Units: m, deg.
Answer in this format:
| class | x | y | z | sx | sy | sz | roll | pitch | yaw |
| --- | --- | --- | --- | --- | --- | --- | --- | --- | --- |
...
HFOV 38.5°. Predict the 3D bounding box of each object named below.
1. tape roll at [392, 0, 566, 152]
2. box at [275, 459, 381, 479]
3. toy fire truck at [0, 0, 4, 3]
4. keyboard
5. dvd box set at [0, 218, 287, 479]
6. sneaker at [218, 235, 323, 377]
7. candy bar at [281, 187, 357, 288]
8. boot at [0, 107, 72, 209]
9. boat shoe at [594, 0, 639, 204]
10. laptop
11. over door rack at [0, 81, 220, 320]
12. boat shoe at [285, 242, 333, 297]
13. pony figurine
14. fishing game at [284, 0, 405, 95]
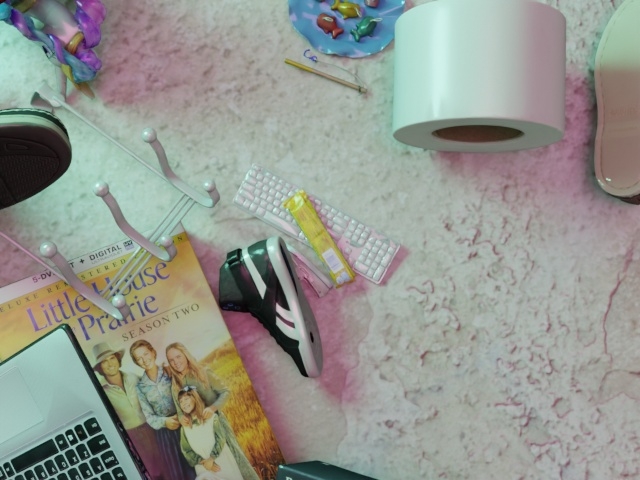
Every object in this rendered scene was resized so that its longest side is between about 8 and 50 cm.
| class | x | y | z | sx | sy | sz | roll | pitch | yaw |
| --- | --- | --- | --- | --- | --- | --- | --- | --- | --- |
| tape roll | 0.226 | -0.230 | 1.314 | 0.246 | 0.246 | 0.169 | 2 | 85 | -6 |
| box | 0.061 | 0.477 | 1.222 | 0.296 | 0.183 | 0.294 | 13 | 82 | 19 |
| toy fire truck | -0.483 | -0.371 | 1.148 | 0.246 | 0.158 | 0.217 | -26 | 92 | 24 |
| keyboard | -0.006 | -0.026 | 1.388 | 0.256 | 0.014 | 0.072 | 29 | 83 | -2 |
| dvd box set | -0.255 | 0.215 | 1.287 | 0.308 | 0.062 | 0.420 | -22 | 87 | -21 |
| sneaker | -0.080 | 0.108 | 1.347 | 0.121 | 0.079 | 0.216 | -16 | 98 | 13 |
| candy bar | 0.000 | 0.000 | 1.374 | 0.040 | 0.018 | 0.161 | -32 | 92 | 1 |
| boot | -0.492 | -0.161 | 1.202 | 0.377 | 0.138 | 0.284 | -15 | 45 | 13 |
| boat shoe | 0.491 | -0.217 | 1.415 | 0.117 | 0.097 | 0.324 | 1 | 79 | 35 |
| laptop | -0.399 | 0.378 | 1.107 | 0.382 | 0.236 | 0.408 | -30 | 87 | 34 |
| over door rack | -0.334 | -0.069 | 1.252 | 0.324 | 0.108 | 0.239 | 31 | 60 | 7 |
| boat shoe | -0.028 | 0.047 | 1.370 | 0.100 | 0.035 | 0.035 | 44 | 80 | -7 |
| pony figurine | -0.389 | -0.418 | 1.282 | 0.363 | 0.303 | 0.351 | 40 | 114 | -4 |
| fishing game | 0.041 | -0.373 | 1.411 | 0.189 | 0.041 | 0.264 | 24 | 83 | -6 |
